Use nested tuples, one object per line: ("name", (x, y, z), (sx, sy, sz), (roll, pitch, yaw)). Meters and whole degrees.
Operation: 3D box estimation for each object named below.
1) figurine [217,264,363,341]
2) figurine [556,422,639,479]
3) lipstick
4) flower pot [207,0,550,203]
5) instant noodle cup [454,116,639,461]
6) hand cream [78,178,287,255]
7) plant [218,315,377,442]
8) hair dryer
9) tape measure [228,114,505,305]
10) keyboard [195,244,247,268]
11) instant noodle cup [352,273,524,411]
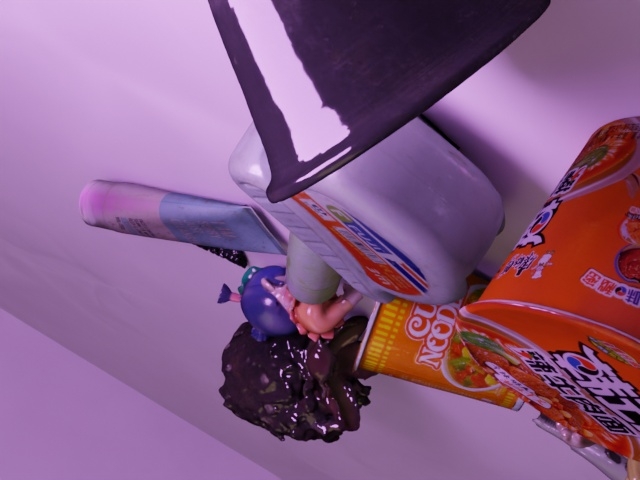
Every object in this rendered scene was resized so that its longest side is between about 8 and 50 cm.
("figurine", (-0.045, 0.079, 1.666), (0.111, 0.102, 0.195), (50, 156, -24))
("figurine", (0.349, 0.153, 1.231), (0.382, 0.224, 0.205), (50, -170, 16))
("lipstick", (0.000, 0.000, 1.436), (0.076, 0.076, 0.304), (28, 161, 7))
("flower pot", (0.020, -0.151, 0.850), (0.148, 0.235, 0.235), (55, 157, -8))
("instant noodle cup", (0.255, 0.040, 0.964), (0.250, 0.192, 0.250), (27, 161, 10))
("hand cream", (-0.188, -0.027, 1.670), (0.312, 0.070, 0.111), (11, 151, 37))
("plant", (-0.017, 0.195, 1.807), (0.234, 0.204, 0.178), (3, -171, 31))
("hair dryer", (0.411, 0.282, 1.568), (0.267, 0.092, 0.229), (41, 153, -2))
("tape measure", (0.055, -0.042, 1.168), (0.243, 0.125, 0.246), (39, 162, -30))
("keyboard", (-0.192, -0.009, 1.794), (0.196, 0.018, 0.060), (24, 163, 19))
("instant noodle cup", (0.148, 0.102, 1.373), (0.185, 0.168, 0.168), (21, 161, 5))
